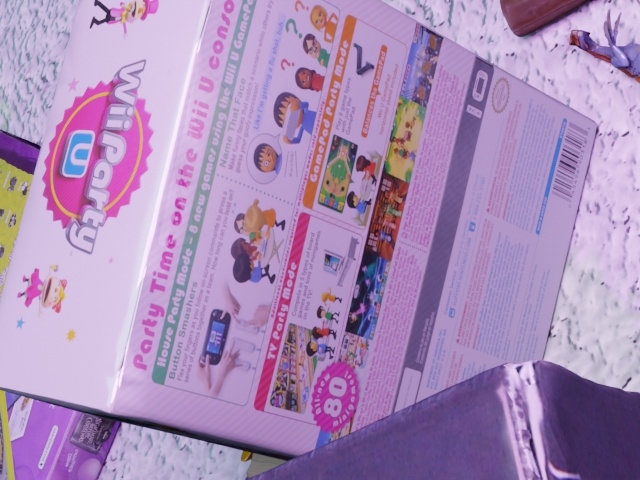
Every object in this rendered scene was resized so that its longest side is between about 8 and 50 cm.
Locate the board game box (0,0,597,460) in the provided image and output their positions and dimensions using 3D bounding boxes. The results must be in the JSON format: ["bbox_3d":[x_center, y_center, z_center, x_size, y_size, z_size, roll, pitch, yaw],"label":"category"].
[{"bbox_3d":[0.000,0.000,0.870,0.097,0.303,0.224,7,80,41],"label":"board game box"}]

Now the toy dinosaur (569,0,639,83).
[{"bbox_3d":[0.168,-0.096,0.939,0.082,0.047,0.090,-11,78,58],"label":"toy dinosaur"}]

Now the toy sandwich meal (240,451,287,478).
[{"bbox_3d":[-0.018,0.111,1.036,0.086,0.029,0.085,-15,66,37],"label":"toy sandwich meal"}]

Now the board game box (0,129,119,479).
[{"bbox_3d":[-0.223,0.111,1.209,0.208,0.056,0.346,25,93,48],"label":"board game box"}]

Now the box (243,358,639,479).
[{"bbox_3d":[0.019,0.369,0.732,0.480,0.297,0.471,-28,61,32],"label":"box"}]

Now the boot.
[{"bbox_3d":[0.145,-0.180,0.992,0.114,0.037,0.106,-22,60,40],"label":"boot"}]
